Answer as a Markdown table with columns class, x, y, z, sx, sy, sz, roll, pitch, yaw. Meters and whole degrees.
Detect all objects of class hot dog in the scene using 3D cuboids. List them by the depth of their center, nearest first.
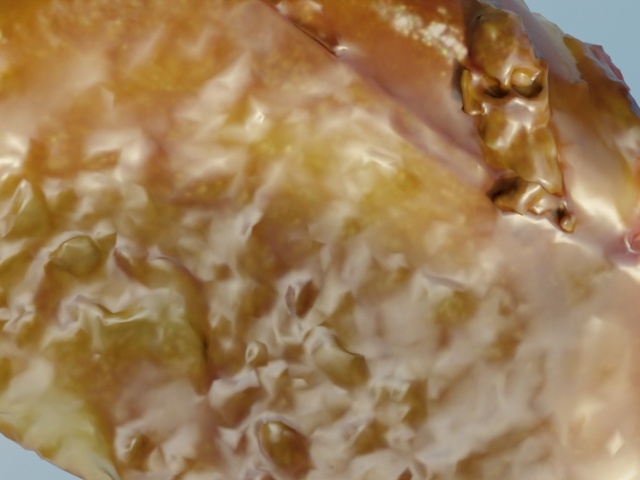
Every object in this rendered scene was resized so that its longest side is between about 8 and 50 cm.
| class | x | y | z | sx | sy | sz | roll | pitch | yaw |
| --- | --- | --- | --- | --- | --- | --- | --- | --- | --- |
| hot dog | 0.000 | 0.000 | 0.428 | 0.153 | 0.257 | 0.150 | -54 | -168 | -1 |
